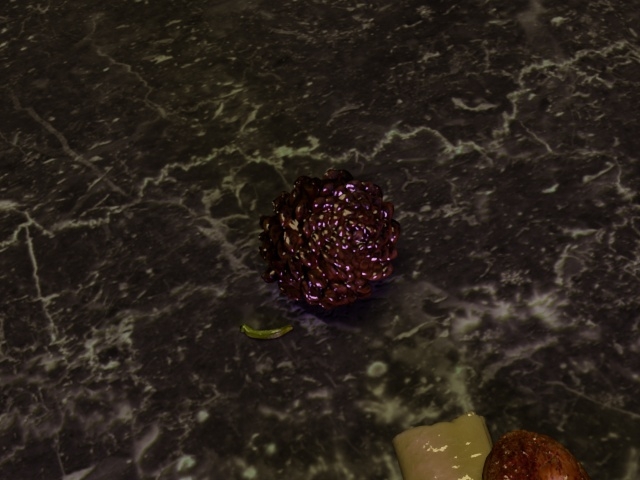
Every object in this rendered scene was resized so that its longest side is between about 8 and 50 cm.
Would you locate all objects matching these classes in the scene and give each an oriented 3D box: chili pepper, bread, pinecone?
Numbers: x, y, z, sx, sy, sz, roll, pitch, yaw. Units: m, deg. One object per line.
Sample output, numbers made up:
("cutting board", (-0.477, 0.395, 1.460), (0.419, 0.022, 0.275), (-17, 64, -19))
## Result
("chili pepper", (-0.085, 0.138, 1.600), (0.083, 0.017, 0.030), (3, 51, 11))
("bread", (0.182, 0.325, 1.385), (0.139, 0.060, 0.178), (-14, 51, -3))
("pinecone", (0.000, 0.000, 1.585), (0.221, 0.221, 0.221), (-4, 51, 5))
("bread", (0.288, 0.329, 1.325), (0.193, 0.064, 0.193), (20, 45, -20))
